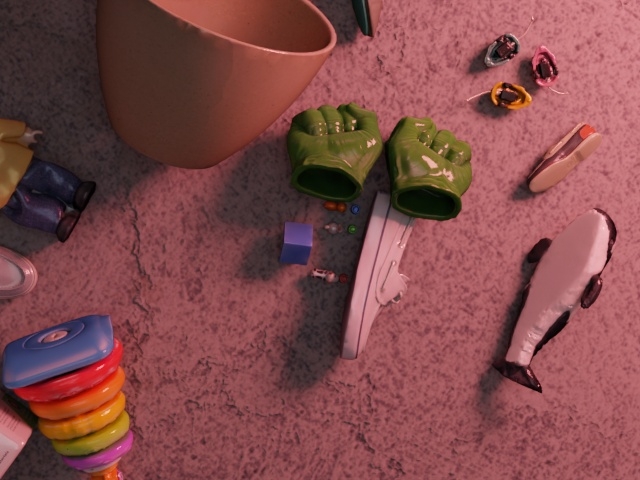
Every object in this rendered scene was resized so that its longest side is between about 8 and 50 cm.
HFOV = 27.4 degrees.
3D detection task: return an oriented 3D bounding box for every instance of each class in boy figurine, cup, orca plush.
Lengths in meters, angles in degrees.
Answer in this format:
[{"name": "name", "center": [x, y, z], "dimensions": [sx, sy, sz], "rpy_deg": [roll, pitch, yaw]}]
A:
[{"name": "boy figurine", "center": [-0.473, -0.095, 1.878], "dimensions": [0.285, 0.092, 0.177], "rpy_deg": [25, 90, -6]}, {"name": "cup", "center": [-0.176, -0.241, 1.820], "dimensions": [0.331, 0.331, 0.237], "rpy_deg": [23, 116, -7]}, {"name": "orca plush", "center": [0.379, 0.095, 1.984], "dimensions": [0.102, 0.151, 0.287], "rpy_deg": [21, 87, -38]}]

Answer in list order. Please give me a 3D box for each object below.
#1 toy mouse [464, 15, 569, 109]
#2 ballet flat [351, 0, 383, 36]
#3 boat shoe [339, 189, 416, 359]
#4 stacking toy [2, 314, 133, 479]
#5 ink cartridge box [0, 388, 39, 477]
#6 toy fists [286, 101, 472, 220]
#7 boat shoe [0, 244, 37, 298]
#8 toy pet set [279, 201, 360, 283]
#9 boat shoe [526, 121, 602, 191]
[{"name": "toy mouse", "center": [0.303, -0.268, 1.991], "dimensions": [0.161, 0.031, 0.143], "rpy_deg": [9, 92, -7]}, {"name": "ballet flat", "center": [0.065, -0.409, 1.938], "dimensions": [0.068, 0.072, 0.213], "rpy_deg": [-19, 94, -10]}, {"name": "boat shoe", "center": [0.091, 0.057, 1.949], "dimensions": [0.084, 0.095, 0.258], "rpy_deg": [14, 92, -3]}, {"name": "stacking toy", "center": [-0.334, 0.271, 1.893], "dimensions": [0.166, 0.175, 0.301], "rpy_deg": [-18, 106, -7]}, {"name": "ink cartridge box", "center": [-0.543, 0.229, 1.829], "dimensions": [0.273, 0.198, 0.114], "rpy_deg": [36, 89, -7]}, {"name": "toy fists", "center": [0.088, -0.127, 1.919], "dimensions": [0.279, 0.096, 0.142], "rpy_deg": [10, 50, -6]}, {"name": "boat shoe", "center": [-0.520, 0.031, 1.881], "dimensions": [0.228, 0.081, 0.079], "rpy_deg": [18, 90, -7]}, {"name": "toy pet set", "center": [0.000, 0.000, 1.950], "dimensions": [0.114, 0.065, 0.122], "rpy_deg": [8, 91, -7]}, {"name": "boat shoe", "center": [0.364, -0.127, 2.001], "dimensions": [0.137, 0.049, 0.043], "rpy_deg": [-40, 54, -1]}]
